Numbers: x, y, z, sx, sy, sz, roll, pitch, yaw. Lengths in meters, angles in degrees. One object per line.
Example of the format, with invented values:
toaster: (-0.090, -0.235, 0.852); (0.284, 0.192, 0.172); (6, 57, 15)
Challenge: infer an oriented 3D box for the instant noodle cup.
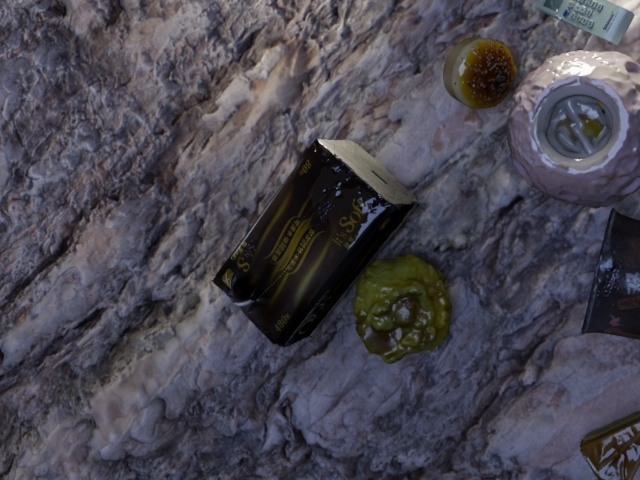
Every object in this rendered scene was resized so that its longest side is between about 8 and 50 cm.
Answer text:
instant noodle cup: (0.544, 0.073, 1.370); (0.207, 0.217, 0.217); (14, 100, 17)

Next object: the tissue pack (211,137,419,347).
tissue pack: (0.000, 0.000, 1.624); (0.210, 0.198, 0.370); (44, 110, 21)

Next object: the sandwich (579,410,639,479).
sandwich: (0.545, 0.360, 1.457); (0.163, 0.079, 0.113); (-33, 82, 22)

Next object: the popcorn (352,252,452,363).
popcorn: (0.148, 0.122, 1.584); (0.197, 0.155, 0.197); (4, 99, 25)

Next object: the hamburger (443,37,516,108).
hamburger: (0.287, -0.295, 1.507); (0.081, 0.141, 0.126); (33, 106, 50)

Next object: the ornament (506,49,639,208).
ornament: (0.436, -0.182, 1.385); (0.259, 0.225, 0.259); (3, 96, 25)

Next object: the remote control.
remote control: (0.454, -0.395, 1.470); (0.162, 0.029, 0.061); (34, 105, 25)
